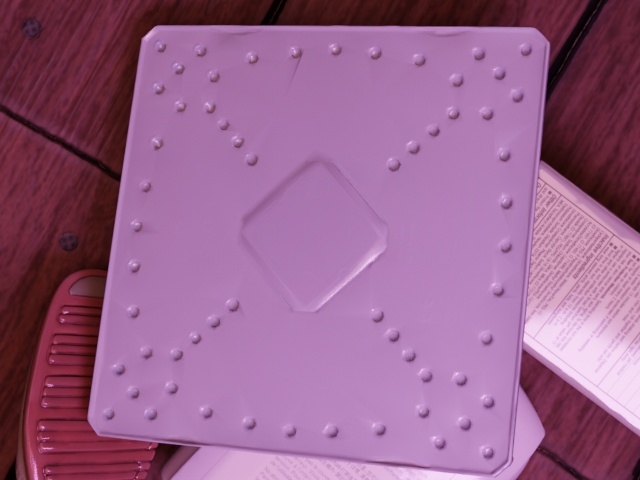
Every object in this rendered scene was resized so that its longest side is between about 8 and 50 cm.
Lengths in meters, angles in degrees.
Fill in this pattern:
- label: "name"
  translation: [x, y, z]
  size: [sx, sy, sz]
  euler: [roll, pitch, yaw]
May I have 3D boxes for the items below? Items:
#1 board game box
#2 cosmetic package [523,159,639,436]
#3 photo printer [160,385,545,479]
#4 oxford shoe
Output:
- label: "board game box"
  translation: [0.000, 0.000, 1.326]
  size: [0.390, 0.050, 0.389]
  euler: [3, 79, 19]
- label: "cosmetic package"
  translation: [0.270, 0.069, 1.372]
  size: [0.296, 0.129, 0.153]
  euler: [38, 94, 0]
- label: "photo printer"
  translation: [0.039, 0.196, 1.408]
  size: [0.256, 0.107, 0.307]
  euler: [42, 96, -1]
- label: "oxford shoe"
  translation: [-0.245, 0.226, 1.415]
  size: [0.141, 0.146, 0.396]
  euler: [11, 75, -32]
